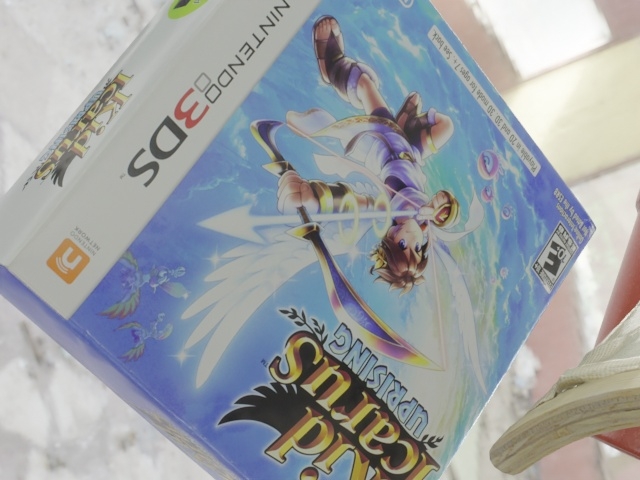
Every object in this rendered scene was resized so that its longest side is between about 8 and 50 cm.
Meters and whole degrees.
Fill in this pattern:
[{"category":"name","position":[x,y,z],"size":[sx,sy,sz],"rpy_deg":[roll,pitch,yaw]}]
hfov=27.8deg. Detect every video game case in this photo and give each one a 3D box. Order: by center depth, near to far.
[{"category":"video game case","position":[0.000,0.000,0.650],"size":[0.269,0.061,0.244],"rpy_deg":[47,69,-30]}]

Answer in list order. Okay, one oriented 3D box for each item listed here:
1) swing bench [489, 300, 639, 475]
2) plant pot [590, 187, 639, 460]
[{"category":"swing bench","position":[0.240,0.110,0.541],"size":[0.253,0.165,0.255],"rpy_deg":[-31,92,-52]},{"category":"plant pot","position":[0.351,0.077,1.080],"size":[0.272,0.272,0.265],"rpy_deg":[27,87,-57]}]
